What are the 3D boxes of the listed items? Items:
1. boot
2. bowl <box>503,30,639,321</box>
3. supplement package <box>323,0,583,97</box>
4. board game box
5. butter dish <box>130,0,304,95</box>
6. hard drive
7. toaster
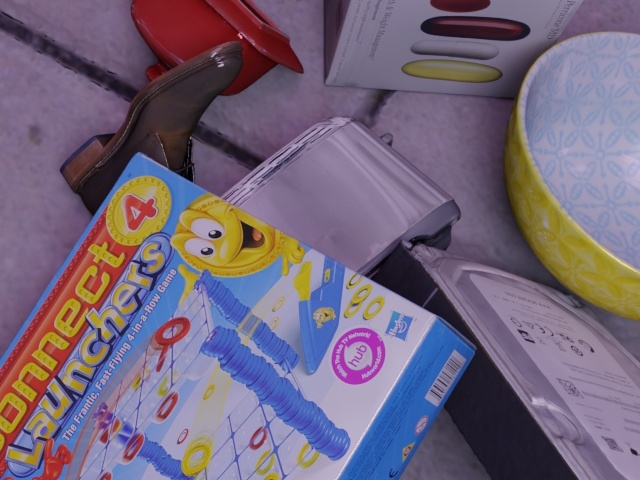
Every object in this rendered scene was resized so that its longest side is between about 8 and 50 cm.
[{"bbox_3d":[-0.124,-0.075,0.974,0.106,0.219,0.082,58,32,5],"label":"boot"},{"bbox_3d":[0.280,-0.029,1.009,0.290,0.156,0.289,10,53,-13],"label":"bowl"},{"bbox_3d":[0.116,-0.247,1.063,0.203,0.194,0.149,3,68,-7],"label":"supplement package"},{"bbox_3d":[-0.097,0.130,0.822,0.302,0.086,0.308,28,83,33],"label":"board game box"},{"bbox_3d":[-0.115,-0.186,1.047,0.118,0.160,0.160,-45,82,11],"label":"butter dish"},{"bbox_3d":[0.201,0.142,0.849,0.237,0.064,0.339,18,27,-37],"label":"hard drive"},{"bbox_3d":[0.000,0.000,0.984,0.227,0.129,0.146,-39,75,-13],"label":"toaster"}]
